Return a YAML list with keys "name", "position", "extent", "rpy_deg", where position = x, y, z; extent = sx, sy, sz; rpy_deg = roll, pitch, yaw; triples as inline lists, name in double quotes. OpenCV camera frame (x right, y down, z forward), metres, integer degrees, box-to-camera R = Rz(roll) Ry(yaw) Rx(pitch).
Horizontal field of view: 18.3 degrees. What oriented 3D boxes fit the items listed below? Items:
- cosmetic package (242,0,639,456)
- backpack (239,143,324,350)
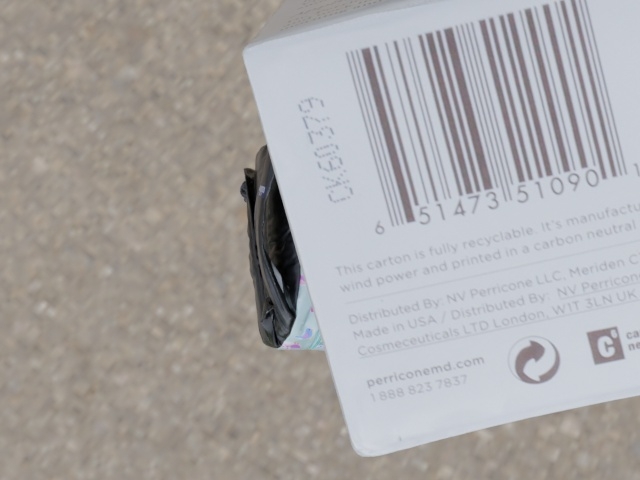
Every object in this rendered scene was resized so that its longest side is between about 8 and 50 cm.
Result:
- name: "cosmetic package"
  position: [0.073, -0.035, 0.731]
  extent: [0.151, 0.183, 0.151]
  rpy_deg: [-13, 104, 12]
- name: "backpack"
  position: [0.000, 0.000, 1.600]
  extent: [0.115, 0.182, 0.152]
  rpy_deg: [1, 162, -10]
